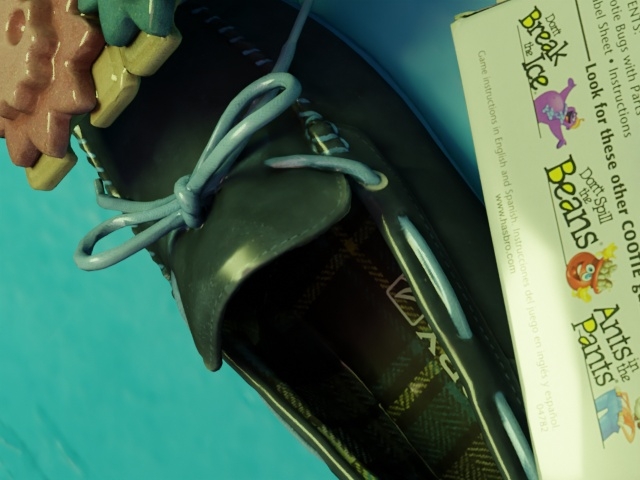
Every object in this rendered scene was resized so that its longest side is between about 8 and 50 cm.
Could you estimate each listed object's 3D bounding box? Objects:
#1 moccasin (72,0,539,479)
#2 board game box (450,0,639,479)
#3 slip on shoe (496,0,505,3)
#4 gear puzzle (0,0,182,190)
[{"bbox_3d":[0.000,0.000,0.517,0.342,0.117,0.138,41,117,18],"label":"moccasin"},{"bbox_3d":[0.197,-0.020,0.344,0.275,0.142,0.144,-18,67,26],"label":"board game box"},{"bbox_3d":[0.095,-0.058,0.492,0.041,0.051,0.135,-6,89,34],"label":"slip on shoe"},{"bbox_3d":[-0.122,-0.203,0.531,0.175,0.044,0.339,-40,57,40],"label":"gear puzzle"}]
